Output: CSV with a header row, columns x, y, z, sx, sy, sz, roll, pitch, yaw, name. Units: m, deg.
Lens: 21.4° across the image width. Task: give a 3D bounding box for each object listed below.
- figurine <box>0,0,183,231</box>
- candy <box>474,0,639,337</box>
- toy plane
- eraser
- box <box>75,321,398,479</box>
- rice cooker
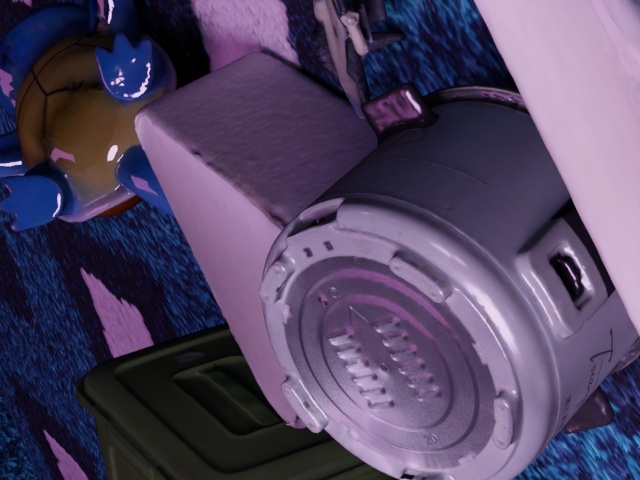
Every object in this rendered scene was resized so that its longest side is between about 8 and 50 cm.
x,y,z,sx,sy,sz,roll,pitch,yaw,name
-0.223,-0.134,1.735,0.416,0.243,0.298,41,108,35,figurine
0.234,-0.029,0.815,0.358,0.208,0.145,62,160,-6,candy
0.021,-0.183,1.269,0.262,0.088,0.192,58,-167,-51,toy plane
0.000,0.000,1.461,0.331,0.150,0.331,51,158,29,eraser
-0.078,0.230,1.745,0.329,0.253,0.177,35,135,50,box
0.102,0.028,1.158,0.241,0.227,0.280,-25,102,48,rice cooker
